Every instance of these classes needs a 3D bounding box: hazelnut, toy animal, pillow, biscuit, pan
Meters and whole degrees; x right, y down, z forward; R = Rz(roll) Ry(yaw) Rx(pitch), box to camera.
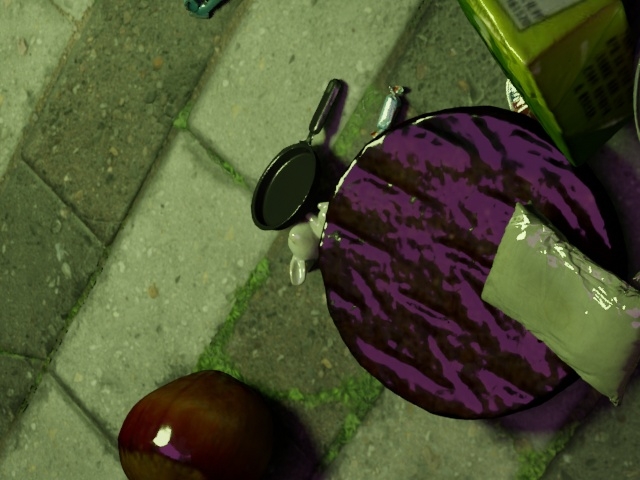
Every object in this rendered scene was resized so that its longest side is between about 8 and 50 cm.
[{"bbox_3d":[-0.184,0.288,2.099,0.251,0.217,0.217,-27,78,58],"label":"hazelnut"},{"bbox_3d":[-0.004,-0.006,2.018,0.124,0.071,0.085,-29,100,24],"label":"toy animal"},{"bbox_3d":[0.292,0.073,1.715,0.229,0.050,0.148,42,132,32],"label":"pillow"},{"bbox_3d":[0.193,0.028,1.862,0.407,0.091,0.407,3,97,27],"label":"biscuit"},{"bbox_3d":[-0.023,-0.116,2.028,0.235,0.028,0.136,-62,33,5],"label":"pan"}]

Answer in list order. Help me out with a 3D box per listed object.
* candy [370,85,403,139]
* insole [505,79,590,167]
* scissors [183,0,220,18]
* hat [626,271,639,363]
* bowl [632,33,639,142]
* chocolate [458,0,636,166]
[{"bbox_3d":[0.090,-0.171,1.967,0.030,0.020,0.083,25,106,28],"label":"candy"},{"bbox_3d":[0.291,-0.133,1.840,0.065,0.006,0.193,-34,75,32],"label":"insole"},{"bbox_3d":[-0.074,-0.418,2.009,0.393,0.180,0.032,-35,38,45],"label":"scissors"},{"bbox_3d":[0.451,0.143,1.683,0.214,0.149,0.245,-32,66,33],"label":"hat"},{"bbox_3d":[0.452,-0.208,1.601,0.313,0.313,0.146,-68,27,19],"label":"bowl"},{"bbox_3d":[0.244,-0.274,1.670,0.137,0.289,0.301,-33,63,7],"label":"chocolate"}]
